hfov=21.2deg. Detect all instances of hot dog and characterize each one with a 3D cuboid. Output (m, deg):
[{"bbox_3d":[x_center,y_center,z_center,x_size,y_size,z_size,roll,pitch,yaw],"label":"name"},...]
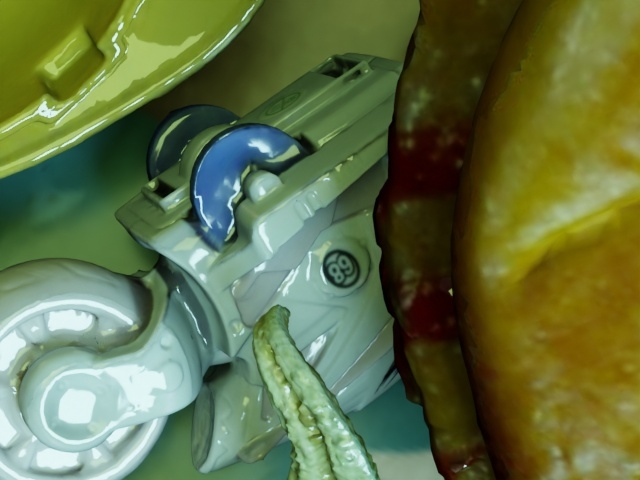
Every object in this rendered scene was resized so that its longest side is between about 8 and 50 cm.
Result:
[{"bbox_3d":[0.151,0.048,0.437,0.223,0.185,0.405,-24,106,27],"label":"hot dog"}]

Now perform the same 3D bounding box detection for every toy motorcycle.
[{"bbox_3d":[0.000,0.000,0.532,0.254,0.112,0.112,-35,86,-10],"label":"toy motorcycle"}]

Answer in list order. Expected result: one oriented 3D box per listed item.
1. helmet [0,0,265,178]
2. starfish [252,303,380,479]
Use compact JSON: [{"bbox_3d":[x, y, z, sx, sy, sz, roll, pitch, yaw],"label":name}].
[{"bbox_3d":[-0.148,-0.123,0.510,0.257,0.140,0.205,-14,117,-13],"label":"helmet"},{"bbox_3d":[0.004,0.126,0.464,0.050,0.223,0.217,-2,81,-35],"label":"starfish"}]
